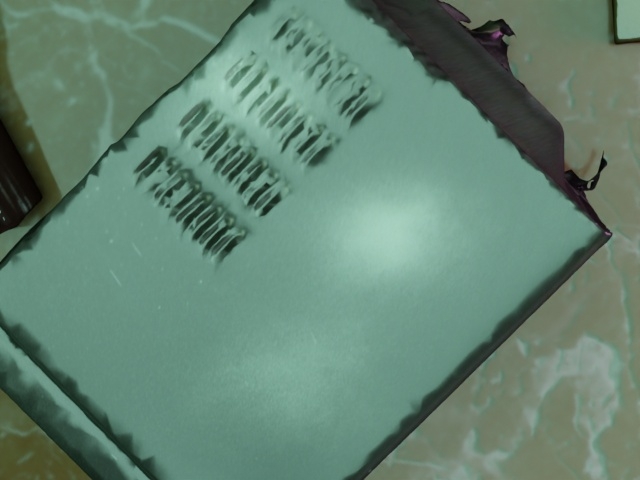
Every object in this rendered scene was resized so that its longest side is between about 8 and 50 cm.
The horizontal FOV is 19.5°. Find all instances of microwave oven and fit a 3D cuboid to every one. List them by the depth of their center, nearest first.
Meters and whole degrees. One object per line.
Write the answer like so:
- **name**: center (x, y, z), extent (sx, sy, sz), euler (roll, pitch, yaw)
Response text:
- **microwave oven**: center (0.000, 0.000, 1.230), extent (0.374, 0.432, 0.236), euler (-45, 90, 7)

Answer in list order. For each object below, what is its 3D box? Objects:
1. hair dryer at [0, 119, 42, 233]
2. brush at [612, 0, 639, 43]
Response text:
- **hair dryer**: center (-0.415, -0.105, 1.448), extent (0.340, 0.123, 0.312), euler (-22, 103, 18)
- **brush**: center (0.258, -0.264, 1.378), extent (0.103, 0.047, 0.233), euler (-5, 93, 6)
